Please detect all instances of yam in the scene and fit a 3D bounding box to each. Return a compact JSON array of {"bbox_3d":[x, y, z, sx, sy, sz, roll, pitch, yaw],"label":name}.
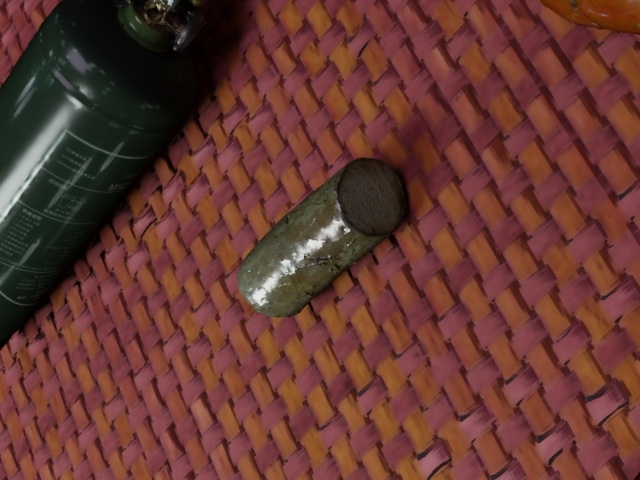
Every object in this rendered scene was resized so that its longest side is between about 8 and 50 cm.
[{"bbox_3d":[0.000,0.000,0.707,0.094,0.043,0.043,-40,58,35],"label":"yam"}]

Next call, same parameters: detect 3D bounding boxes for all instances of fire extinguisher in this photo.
[{"bbox_3d":[-0.152,-0.055,0.833,0.095,0.114,0.311,41,120,-3],"label":"fire extinguisher"}]

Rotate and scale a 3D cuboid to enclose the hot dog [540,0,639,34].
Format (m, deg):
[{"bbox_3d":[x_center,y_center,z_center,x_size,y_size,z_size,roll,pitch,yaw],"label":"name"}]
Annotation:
[{"bbox_3d":[0.170,-0.153,0.494,0.257,0.150,0.153,-21,61,40],"label":"hot dog"}]

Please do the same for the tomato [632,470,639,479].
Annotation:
[{"bbox_3d":[0.193,0.140,0.457,0.228,0.101,0.228,21,119,44],"label":"tomato"}]
